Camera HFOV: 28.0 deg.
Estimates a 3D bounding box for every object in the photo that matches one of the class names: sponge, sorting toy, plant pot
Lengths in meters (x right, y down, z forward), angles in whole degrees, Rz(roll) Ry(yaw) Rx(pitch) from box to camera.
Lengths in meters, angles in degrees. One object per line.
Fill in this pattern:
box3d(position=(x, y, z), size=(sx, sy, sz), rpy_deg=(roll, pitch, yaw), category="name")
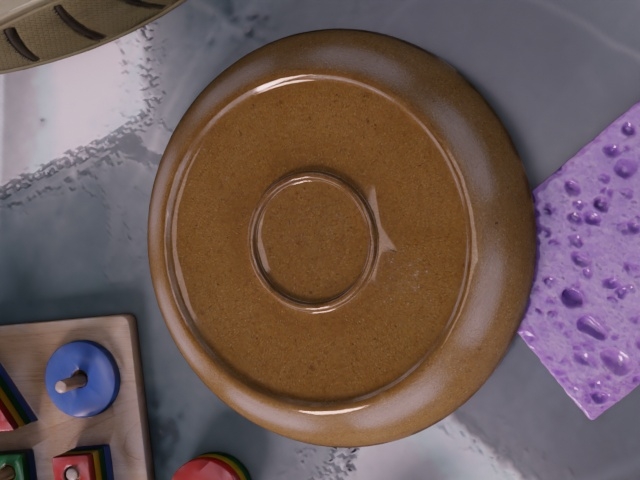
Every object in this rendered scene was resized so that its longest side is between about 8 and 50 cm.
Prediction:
box3d(position=(0.187, -0.015, 0.676), size=(0.210, 0.031, 0.117), rpy_deg=(-41, 82, 13), category="sponge")
box3d(position=(-0.182, 0.117, 0.774), size=(0.274, 0.046, 0.132), rpy_deg=(-6, 92, 15), category="sorting toy")
box3d(position=(0.000, 0.000, 0.708), size=(0.236, 0.032, 0.236), rpy_deg=(1, 93, 23), category="plant pot")

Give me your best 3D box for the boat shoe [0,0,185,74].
box3d(position=(-0.099, -0.190, 0.707), size=(0.302, 0.113, 0.103), rpy_deg=(-26, 85, 4), category="boat shoe")
